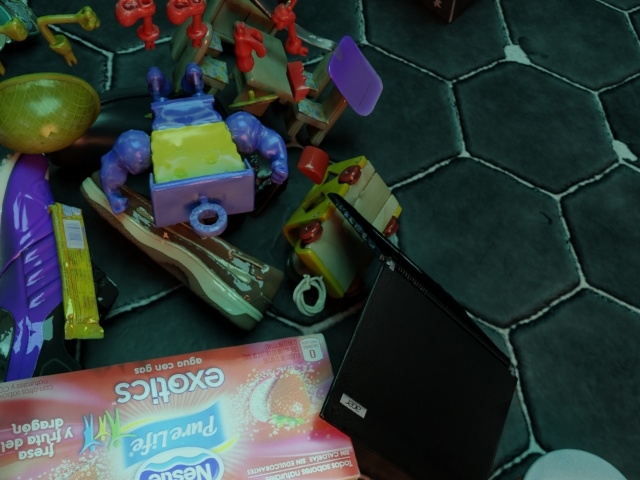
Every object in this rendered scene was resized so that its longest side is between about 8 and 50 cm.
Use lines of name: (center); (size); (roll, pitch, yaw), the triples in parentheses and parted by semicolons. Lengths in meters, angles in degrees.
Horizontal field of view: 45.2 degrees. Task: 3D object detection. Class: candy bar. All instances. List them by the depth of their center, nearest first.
candy bar: (-0.251, 0.027, 0.783); (0.040, 0.018, 0.161); (7, 53, -40)

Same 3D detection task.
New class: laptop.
laptop: (0.082, 0.108, 0.802); (0.234, 0.136, 0.264); (41, 7, -30)

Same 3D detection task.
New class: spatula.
spatula: (-0.031, -0.268, 0.953); (0.296, 0.030, 0.084); (37, 54, -19)

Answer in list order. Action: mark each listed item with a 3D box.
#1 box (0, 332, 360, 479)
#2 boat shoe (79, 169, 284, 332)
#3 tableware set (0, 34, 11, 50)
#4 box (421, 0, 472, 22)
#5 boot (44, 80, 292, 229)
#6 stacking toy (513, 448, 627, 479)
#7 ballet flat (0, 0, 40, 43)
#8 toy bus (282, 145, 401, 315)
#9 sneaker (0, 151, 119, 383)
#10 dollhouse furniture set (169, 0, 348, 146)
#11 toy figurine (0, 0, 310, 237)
box: (-0.134, 0.200, 0.711); (0.300, 0.154, 0.142); (-7, 60, -17)
boat shoe: (-0.152, -0.008, 0.880); (0.257, 0.095, 0.095); (39, 82, 2)
tableware set: (-0.498, -0.238, 0.998); (0.141, 0.020, 0.169); (24, 64, 10)
box: (0.240, -0.618, 1.262); (0.293, 0.212, 0.395); (41, 77, 14)
boot: (-0.181, -0.096, 0.941); (0.246, 0.094, 0.207); (-25, 61, -34)
stacking toy: (0.235, 0.361, 0.707); (0.309, 0.130, 0.279); (-33, 68, -29)
ballet flat: (-0.456, -0.337, 1.070); (0.070, 0.070, 0.188); (-34, 71, -30)
toy bus: (0.009, -0.004, 0.918); (0.202, 0.104, 0.191); (3, 80, -43)
sneaker: (-0.292, 0.036, 0.832); (0.146, 0.102, 0.293); (7, 58, -18)
dollhouse furniture set: (-0.069, -0.281, 1.013); (0.212, 0.161, 0.242); (17, 38, -31)
toy figurine: (-0.160, -0.103, 0.784); (0.362, 0.191, 0.217); (-10, 64, -16)
